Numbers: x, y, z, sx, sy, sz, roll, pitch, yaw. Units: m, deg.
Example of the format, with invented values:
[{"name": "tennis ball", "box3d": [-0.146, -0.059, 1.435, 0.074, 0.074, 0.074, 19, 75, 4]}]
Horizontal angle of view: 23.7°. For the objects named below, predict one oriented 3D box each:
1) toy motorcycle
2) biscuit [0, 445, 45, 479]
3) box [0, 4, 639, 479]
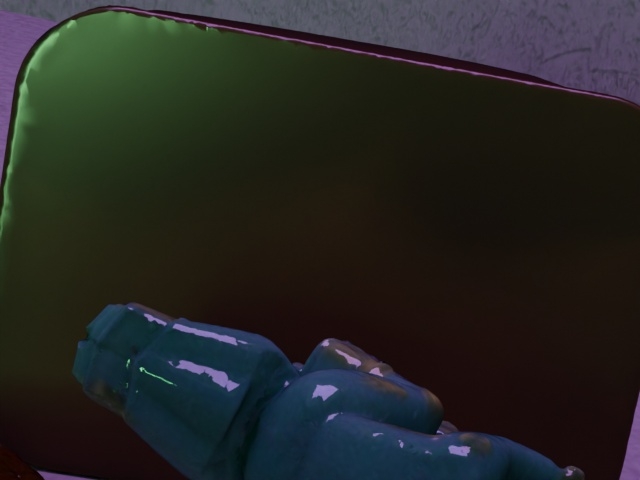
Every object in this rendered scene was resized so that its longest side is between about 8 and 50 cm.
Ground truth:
[{"name": "toy motorcycle", "box3d": [0.032, 0.112, 0.637, 0.296, 0.109, 0.198, 27, -4, 1]}, {"name": "biscuit", "box3d": [-0.202, 0.117, 0.645, 0.192, 0.049, 0.192, 8, 10, -1]}, {"name": "box", "box3d": [0.000, 0.000, 0.878, 0.339, 0.240, 0.229, 10, 11, -3]}]
